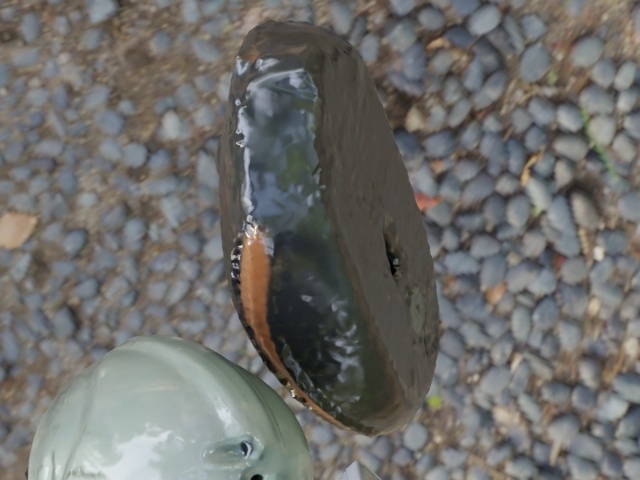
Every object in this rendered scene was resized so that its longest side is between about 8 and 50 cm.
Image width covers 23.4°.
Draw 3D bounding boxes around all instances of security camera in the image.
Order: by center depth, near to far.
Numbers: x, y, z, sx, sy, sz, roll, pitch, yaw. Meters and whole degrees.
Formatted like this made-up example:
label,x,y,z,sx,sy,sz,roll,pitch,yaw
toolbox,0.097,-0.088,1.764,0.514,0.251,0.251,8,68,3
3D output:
label,x,y,z,sx,sy,sz,roll,pitch,yaw
security camera,-0.090,0.198,0.933,0.191,0.197,0.277,5,97,54

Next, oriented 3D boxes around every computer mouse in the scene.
label,x,y,z,sx,sy,sz,roll,pitch,yaw
computer mouse,-0.005,0.001,1.007,0.116,0.183,0.323,-7,135,15

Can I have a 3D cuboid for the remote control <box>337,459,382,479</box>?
label,x,y,z,sx,sy,sz,roll,pitch,yaw
remote control,0.102,0.221,0.855,0.250,0.103,0.034,44,91,-1
